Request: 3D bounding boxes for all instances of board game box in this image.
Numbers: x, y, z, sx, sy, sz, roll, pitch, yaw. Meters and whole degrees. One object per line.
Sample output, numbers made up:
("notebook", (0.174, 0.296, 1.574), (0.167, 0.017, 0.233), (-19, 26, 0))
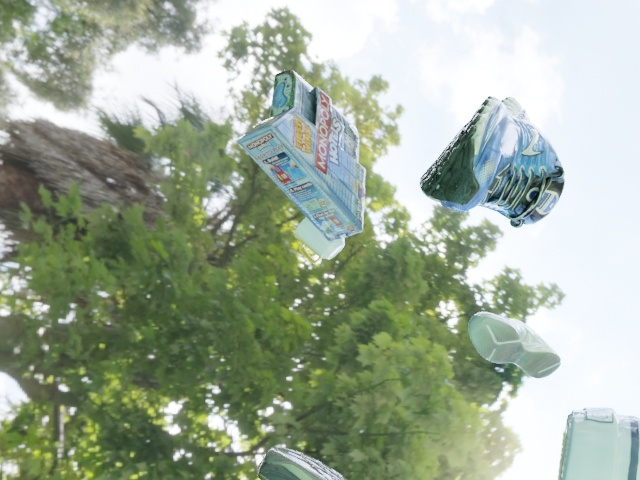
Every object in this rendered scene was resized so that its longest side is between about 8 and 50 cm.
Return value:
("board game box", (-0.017, -0.129, 0.927), (0.060, 0.194, 0.194), (-17, -125, 33))

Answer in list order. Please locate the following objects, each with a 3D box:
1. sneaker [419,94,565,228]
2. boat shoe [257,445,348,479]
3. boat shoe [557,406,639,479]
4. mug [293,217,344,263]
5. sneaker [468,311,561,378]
("sneaker", (0.234, -0.090, 0.870), (0.147, 0.330, 0.130), (43, -59, 10))
("boat shoe", (0.047, 0.419, 0.941), (0.355, 0.132, 0.130), (37, -98, 7))
("boat shoe", (0.150, 0.237, 0.343), (0.094, 0.109, 0.302), (6, -104, 22))
("mug", (0.003, -0.003, 1.076), (0.062, 0.078, 0.064), (-39, -104, -16))
("sneaker", (0.230, 0.121, 0.872), (0.054, 0.152, 0.061), (-48, -147, 20))
